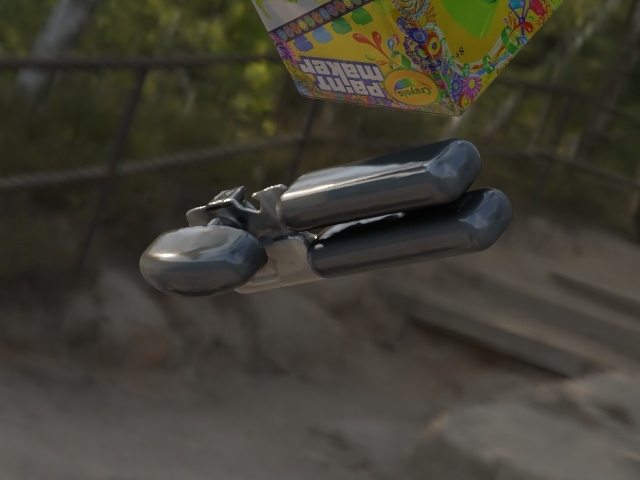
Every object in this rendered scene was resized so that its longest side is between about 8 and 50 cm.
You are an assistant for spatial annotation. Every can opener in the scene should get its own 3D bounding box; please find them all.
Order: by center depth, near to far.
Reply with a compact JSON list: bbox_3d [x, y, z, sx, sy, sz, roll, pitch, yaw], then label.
[{"bbox_3d":[0.000,0.000,1.180,0.280,0.093,0.074,-14,-62,46],"label":"can opener"}]

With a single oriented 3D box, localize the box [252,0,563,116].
[{"bbox_3d":[0.074,-0.296,1.407,0.177,0.290,0.279,12,-39,44],"label":"box"}]
